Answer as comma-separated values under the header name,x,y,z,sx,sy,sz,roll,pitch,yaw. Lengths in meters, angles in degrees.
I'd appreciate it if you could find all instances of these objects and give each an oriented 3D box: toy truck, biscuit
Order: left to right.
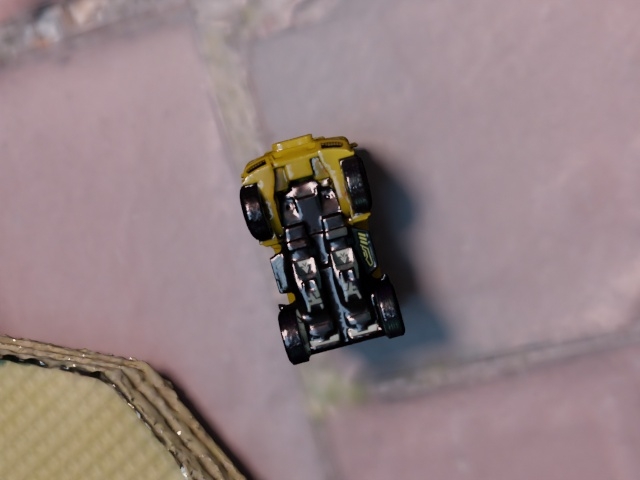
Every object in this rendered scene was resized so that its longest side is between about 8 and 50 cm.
name,x,y,z,sx,sy,sz,roll,pitch,yaw
biscuit,-0.087,0.139,0.809,0.250,0.046,0.147,49,121,6
toy truck,0.000,0.000,0.723,0.049,0.054,0.083,-15,97,2
